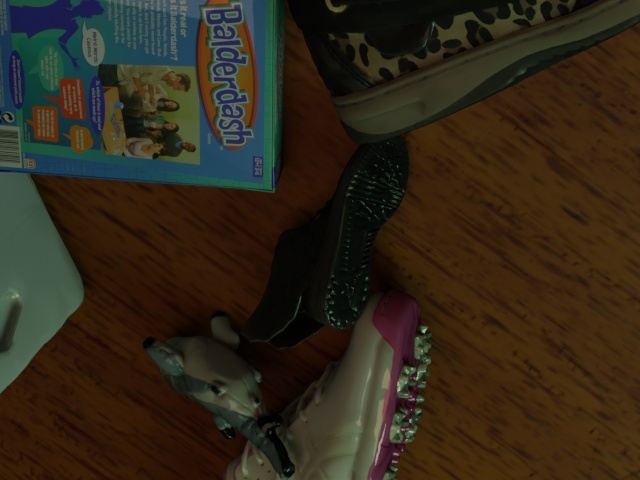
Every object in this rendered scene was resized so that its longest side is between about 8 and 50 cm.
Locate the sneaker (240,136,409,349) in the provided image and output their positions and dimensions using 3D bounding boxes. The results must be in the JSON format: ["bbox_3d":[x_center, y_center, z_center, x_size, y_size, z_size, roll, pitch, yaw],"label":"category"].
[{"bbox_3d":[0.002,0.000,1.150,0.051,0.089,0.170,17,90,-36],"label":"sneaker"}]

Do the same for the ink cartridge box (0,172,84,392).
[{"bbox_3d":[-0.409,0.068,1.184,0.385,0.279,0.160,-15,110,22],"label":"ink cartridge box"}]

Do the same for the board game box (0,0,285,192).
[{"bbox_3d":[-0.131,-0.120,1.124,0.210,0.047,0.160,5,117,6],"label":"board game box"}]

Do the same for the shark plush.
[{"bbox_3d":[-0.065,0.118,1.208,0.161,0.073,0.067,33,131,27],"label":"shark plush"}]

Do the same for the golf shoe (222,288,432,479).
[{"bbox_3d":[-0.004,0.164,1.210,0.140,0.115,0.306,18,119,11],"label":"golf shoe"}]

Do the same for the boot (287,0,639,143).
[{"bbox_3d":[0.098,-0.251,0.959,0.377,0.138,0.284,-27,106,32],"label":"boot"}]
